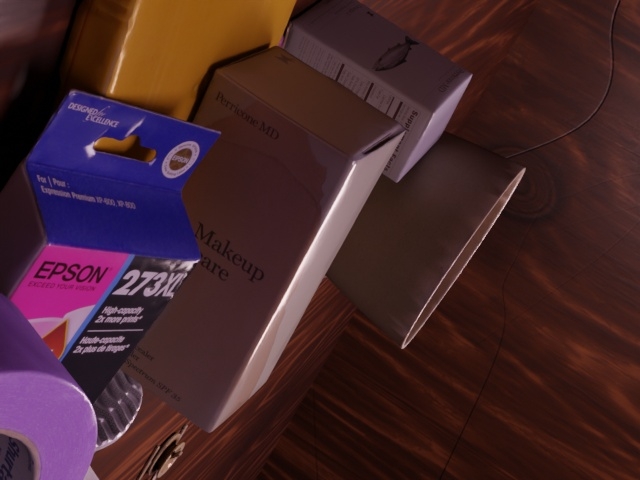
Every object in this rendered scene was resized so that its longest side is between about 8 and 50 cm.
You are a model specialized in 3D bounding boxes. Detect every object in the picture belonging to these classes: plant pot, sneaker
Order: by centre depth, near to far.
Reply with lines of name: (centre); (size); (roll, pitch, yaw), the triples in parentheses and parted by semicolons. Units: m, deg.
sneaker: (-0.289, 0.200, 1.071); (0.115, 0.105, 0.281); (-34, -175, 41)
plant pot: (0.058, -0.054, 1.300); (0.256, 0.274, 0.256); (-53, 171, -12)

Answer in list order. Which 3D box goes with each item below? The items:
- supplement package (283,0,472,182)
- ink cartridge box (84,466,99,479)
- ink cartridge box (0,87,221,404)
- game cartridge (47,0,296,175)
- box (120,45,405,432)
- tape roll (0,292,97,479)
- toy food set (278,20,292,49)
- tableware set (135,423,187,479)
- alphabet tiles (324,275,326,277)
supplement package: (0.050, -0.167, 1.165); (0.105, 0.179, 0.105); (-46, 167, -46)
ink cartridge box: (-0.320, 0.307, 1.140); (0.198, 0.067, 0.115); (-25, -169, 38)
ink cartridge box: (-0.211, 0.066, 0.810); (0.371, 0.069, 0.175); (-55, 154, 14)
game cartridge: (-0.116, -0.135, 0.873); (0.285, 0.052, 0.324); (-41, 161, -55)
box: (-0.068, 0.000, 0.970); (0.121, 0.148, 0.311); (-38, 158, -59)
tape roll: (-0.276, 0.152, 0.662); (0.275, 0.090, 0.275); (-35, 152, -21)
toy food set: (-0.056, -0.167, 1.067); (0.122, 0.019, 0.078); (-72, -179, -51)
tableware set: (-0.286, 0.420, 1.899); (0.194, 0.039, 0.128); (-59, 170, 17)
alphabet tiles: (0.000, 0.000, 1.563); (0.285, 0.011, 0.342); (-53, -165, -22)
